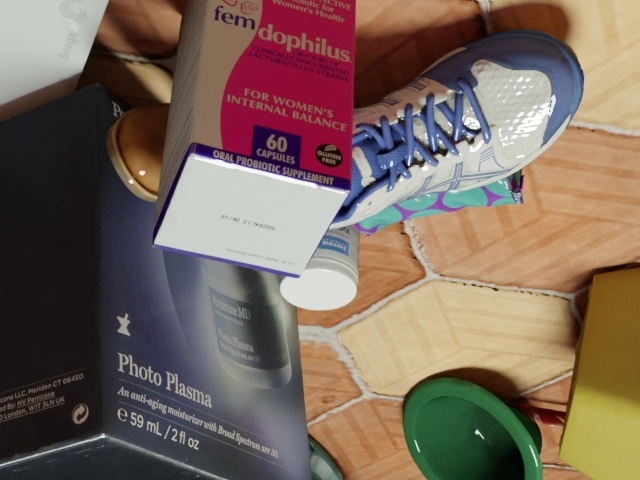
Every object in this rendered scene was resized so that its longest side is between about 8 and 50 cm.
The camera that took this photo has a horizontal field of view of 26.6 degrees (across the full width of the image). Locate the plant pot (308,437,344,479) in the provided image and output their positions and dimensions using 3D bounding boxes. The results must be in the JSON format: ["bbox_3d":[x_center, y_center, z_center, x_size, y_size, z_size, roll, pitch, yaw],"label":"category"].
[{"bbox_3d":[-0.092,0.364,1.620,0.255,0.271,0.271,-27,138,13],"label":"plant pot"}]

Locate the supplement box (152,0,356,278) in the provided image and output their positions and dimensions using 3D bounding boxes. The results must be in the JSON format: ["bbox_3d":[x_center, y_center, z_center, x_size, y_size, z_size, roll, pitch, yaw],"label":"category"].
[{"bbox_3d":[-0.044,-0.102,0.962,0.111,0.220,0.114,12,142,-14],"label":"supplement box"}]

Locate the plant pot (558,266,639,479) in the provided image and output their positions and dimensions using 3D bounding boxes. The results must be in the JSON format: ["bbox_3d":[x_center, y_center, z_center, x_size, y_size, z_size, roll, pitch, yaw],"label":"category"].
[{"bbox_3d":[0.341,0.141,1.324,0.187,0.212,0.212,11,146,10],"label":"plant pot"}]

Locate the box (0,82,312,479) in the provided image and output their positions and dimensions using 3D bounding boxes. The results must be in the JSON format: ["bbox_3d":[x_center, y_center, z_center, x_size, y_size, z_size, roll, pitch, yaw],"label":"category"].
[{"bbox_3d":[-0.158,0.076,1.122,0.183,0.294,0.296,-19,151,24],"label":"box"}]

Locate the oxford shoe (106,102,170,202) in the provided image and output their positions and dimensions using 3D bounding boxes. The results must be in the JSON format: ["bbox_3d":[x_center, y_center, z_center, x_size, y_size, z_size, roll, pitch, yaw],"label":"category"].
[{"bbox_3d":[-0.095,-0.083,1.052,0.076,0.212,0.076,-25,93,25],"label":"oxford shoe"}]

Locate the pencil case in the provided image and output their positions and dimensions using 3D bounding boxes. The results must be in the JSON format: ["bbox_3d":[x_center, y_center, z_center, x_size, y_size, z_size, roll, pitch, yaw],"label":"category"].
[{"bbox_3d":[0.100,-0.048,1.167,0.152,0.064,0.070,-11,129,18],"label":"pencil case"}]

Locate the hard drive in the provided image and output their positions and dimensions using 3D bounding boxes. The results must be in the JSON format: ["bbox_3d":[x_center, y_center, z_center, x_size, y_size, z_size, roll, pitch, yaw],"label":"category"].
[{"bbox_3d":[-0.327,-0.181,1.018,0.308,0.040,0.203,14,143,-16],"label":"hard drive"}]

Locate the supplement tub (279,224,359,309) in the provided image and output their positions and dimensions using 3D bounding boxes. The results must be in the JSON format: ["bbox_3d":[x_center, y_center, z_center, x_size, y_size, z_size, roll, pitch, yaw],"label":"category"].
[{"bbox_3d":[0.000,0.000,1.202,0.071,0.107,0.071,1,145,1],"label":"supplement tub"}]

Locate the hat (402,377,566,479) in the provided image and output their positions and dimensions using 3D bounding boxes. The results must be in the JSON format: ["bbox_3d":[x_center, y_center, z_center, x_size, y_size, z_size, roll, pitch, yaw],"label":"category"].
[{"bbox_3d":[0.227,0.208,1.565,0.208,0.183,0.173,45,135,12],"label":"hat"}]

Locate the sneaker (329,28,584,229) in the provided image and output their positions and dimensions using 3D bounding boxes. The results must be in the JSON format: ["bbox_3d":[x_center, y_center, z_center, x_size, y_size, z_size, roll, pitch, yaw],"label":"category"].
[{"bbox_3d":[0.064,-0.066,1.055,0.296,0.131,0.111,-24,97,27],"label":"sneaker"}]
